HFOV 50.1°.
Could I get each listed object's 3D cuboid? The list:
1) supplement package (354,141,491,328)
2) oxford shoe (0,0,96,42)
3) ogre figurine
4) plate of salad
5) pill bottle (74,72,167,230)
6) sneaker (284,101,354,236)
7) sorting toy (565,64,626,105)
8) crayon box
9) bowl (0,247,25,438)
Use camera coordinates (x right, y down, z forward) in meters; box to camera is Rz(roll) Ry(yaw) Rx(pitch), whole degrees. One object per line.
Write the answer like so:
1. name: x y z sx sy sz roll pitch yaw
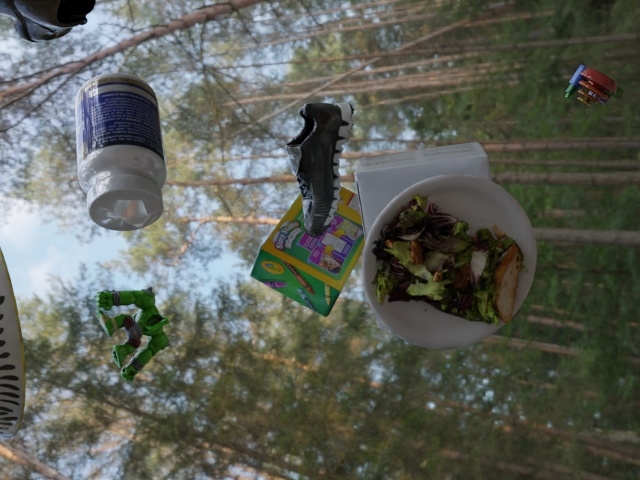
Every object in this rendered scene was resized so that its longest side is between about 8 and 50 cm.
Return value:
1. supplement package: 0.178 -0.011 1.117 0.145 0.204 0.261 -65 -33 -72
2. oxford shoe: -0.318 -0.278 0.824 0.096 0.227 0.082 8 -83 -11
3. ogre figurine: -0.376 0.180 1.393 0.118 0.097 0.197 -23 -86 -29
4. plate of salad: 0.144 0.028 0.742 0.048 0.200 0.199 -122 26 -74
5. pill bottle: -0.355 -0.157 1.222 0.153 0.153 0.264 36 -147 -51
6. sneaker: -0.016 -0.124 1.150 0.106 0.078 0.234 7 -82 -27
7. sorting toy: 0.336 -0.184 0.845 0.102 0.061 0.042 -3 -52 -59
8. crayon box: 0.000 0.000 1.325 0.278 0.165 0.081 -58 -6 -47
9. bowl: -0.267 0.063 0.462 0.080 0.170 0.170 -10 -77 -40
